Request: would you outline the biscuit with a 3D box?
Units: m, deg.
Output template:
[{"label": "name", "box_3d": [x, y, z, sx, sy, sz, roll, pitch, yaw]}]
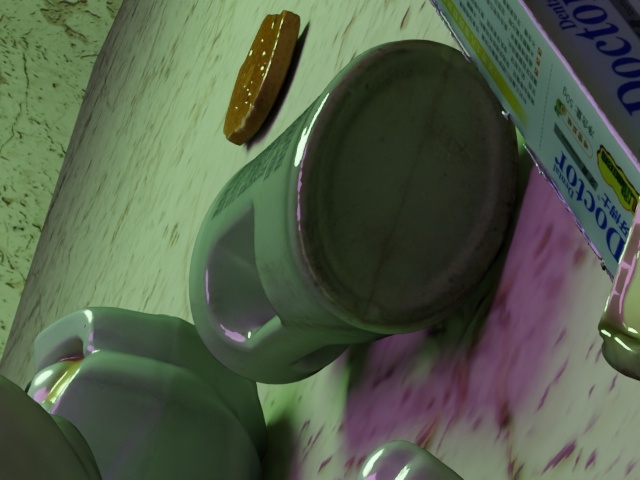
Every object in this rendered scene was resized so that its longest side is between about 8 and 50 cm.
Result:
[{"label": "biscuit", "box_3d": [-0.043, -0.118, 1.303, 0.130, 0.019, 0.102, 173, 117, -76]}]

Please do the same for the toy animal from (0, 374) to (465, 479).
[{"label": "toy animal", "box_3d": [-0.100, 0.135, 0.565, 0.271, 0.265, 0.206, 156, 133, -70]}]

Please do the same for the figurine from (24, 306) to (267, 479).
[{"label": "figurine", "box_3d": [-0.112, 0.140, 0.920, 0.176, 0.133, 0.236, -90, 21, -54]}]

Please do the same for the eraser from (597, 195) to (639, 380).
[{"label": "eraser", "box_3d": [0.121, -0.012, 0.340, 0.172, 0.058, 0.117, -161, 92, -77]}]

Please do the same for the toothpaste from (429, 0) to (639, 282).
[{"label": "toothpaste", "box_3d": [0.068, -0.056, 0.512, 0.046, 0.034, 0.164, 90, 159, -47]}]

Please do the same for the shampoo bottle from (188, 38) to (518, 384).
[{"label": "shampoo bottle", "box_3d": [0.000, 0.000, 0.769, 0.234, 0.087, 0.118, 145, 145, -69]}]
